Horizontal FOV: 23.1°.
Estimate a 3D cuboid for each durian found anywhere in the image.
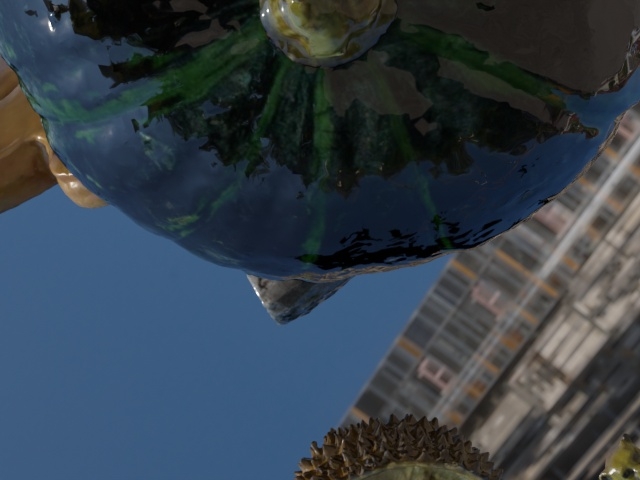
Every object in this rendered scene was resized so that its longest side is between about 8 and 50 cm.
[{"bbox_3d":[0.032,0.132,0.816,0.140,0.110,0.071,0,-145,-13],"label":"durian"}]

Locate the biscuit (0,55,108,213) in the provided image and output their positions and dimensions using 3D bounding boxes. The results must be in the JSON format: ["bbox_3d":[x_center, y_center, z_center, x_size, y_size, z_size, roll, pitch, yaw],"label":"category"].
[{"bbox_3d":[-0.145,-0.107,1.016,0.275,0.354,0.052,-76,-34,-54],"label":"biscuit"}]

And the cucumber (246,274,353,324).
[{"bbox_3d":[0.001,-0.002,0.917,0.064,0.112,0.064,44,-171,-9],"label":"cucumber"}]

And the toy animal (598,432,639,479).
[{"bbox_3d":[0.315,0.164,1.308,0.136,0.073,0.181,35,-123,-5],"label":"toy animal"}]

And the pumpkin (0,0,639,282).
[{"bbox_3d":[0.003,-0.123,0.697,0.315,0.315,0.238,19,-160,-13],"label":"pumpkin"}]
